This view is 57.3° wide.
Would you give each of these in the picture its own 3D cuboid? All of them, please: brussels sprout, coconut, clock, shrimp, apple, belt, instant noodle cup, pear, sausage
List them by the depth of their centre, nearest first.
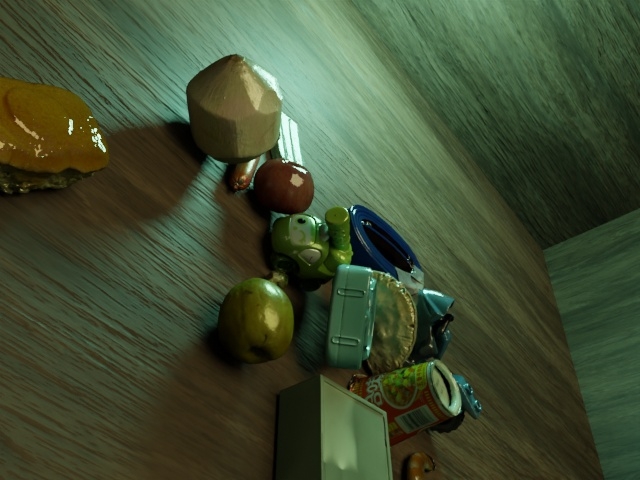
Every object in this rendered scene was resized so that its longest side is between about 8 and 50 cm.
[{"bbox_3d":[-0.123,0.151,1.103,0.149,0.149,0.162,33,32,-40],"label":"pear"},{"bbox_3d":[-0.103,0.096,1.286,0.051,0.046,0.083,51,31,-5],"label":"brussels sprout"},{"bbox_3d":[-0.187,-0.297,1.292,0.224,0.225,0.233,-75,165,-51],"label":"coconut"},{"bbox_3d":[0.077,0.174,1.346,0.274,0.094,0.223,33,64,-78],"label":"clock"},{"bbox_3d":[0.200,0.367,1.355,0.193,0.212,0.193,38,36,-35],"label":"instant noodle cup"},{"bbox_3d":[-0.087,-0.133,1.412,0.154,0.119,0.153,21,19,-7],"label":"apple"},{"bbox_3d":[0.258,0.598,1.428,0.166,0.049,0.161,13,52,-63],"label":"shrimp"},{"bbox_3d":[-0.170,-0.228,1.457,0.053,0.053,0.347,45,33,-27],"label":"sausage"},{"bbox_3d":[0.157,0.045,1.669,0.347,0.117,0.212,39,34,-33],"label":"belt"}]

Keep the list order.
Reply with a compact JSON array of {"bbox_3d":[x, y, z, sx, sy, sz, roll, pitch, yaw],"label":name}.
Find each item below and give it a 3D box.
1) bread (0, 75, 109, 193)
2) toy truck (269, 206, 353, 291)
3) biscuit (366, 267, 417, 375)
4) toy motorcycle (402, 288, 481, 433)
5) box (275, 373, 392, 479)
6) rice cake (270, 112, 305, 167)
[{"bbox_3d":[-0.450,-0.162,0.891,0.246,0.121,0.173,-5,70,-57],"label":"bread"},{"bbox_3d":[-0.004,0.014,1.374,0.187,0.211,0.148,57,23,-43],"label":"toy truck"},{"bbox_3d":[0.159,0.187,1.482,0.084,0.179,0.280,13,54,-54],"label":"biscuit"},{"bbox_3d":[0.295,0.300,1.546,0.415,0.232,0.172,65,25,5],"label":"toy motorcycle"},{"bbox_3d":[0.028,0.418,1.140,0.225,0.118,0.224,39,35,-35],"label":"box"},{"bbox_3d":[-0.095,-0.274,1.631,0.124,0.038,0.211,32,40,-42],"label":"rice cake"}]
